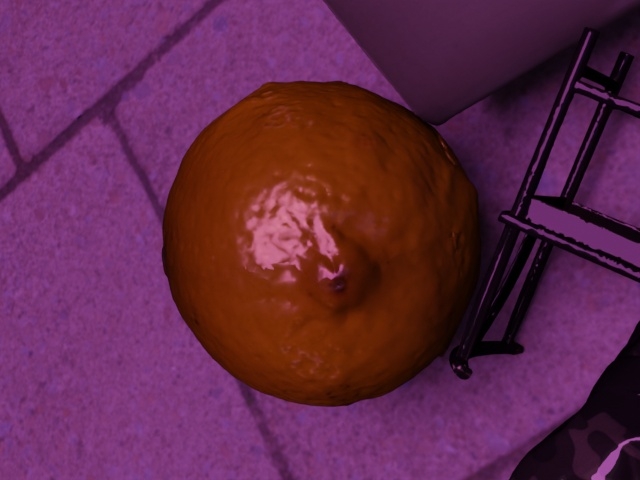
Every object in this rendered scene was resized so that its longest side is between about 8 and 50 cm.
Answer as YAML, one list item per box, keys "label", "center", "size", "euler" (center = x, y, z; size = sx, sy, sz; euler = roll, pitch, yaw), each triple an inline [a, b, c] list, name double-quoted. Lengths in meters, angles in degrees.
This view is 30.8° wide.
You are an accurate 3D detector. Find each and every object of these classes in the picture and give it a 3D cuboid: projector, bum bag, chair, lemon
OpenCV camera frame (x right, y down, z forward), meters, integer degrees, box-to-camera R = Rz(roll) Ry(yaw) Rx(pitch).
- label: "projector"
  center: [0.122, -0.273, 0.854]
  size: [0.249, 0.248, 0.248]
  euler: [-29, 30, 24]
- label: "bum bag"
  center: [0.192, 0.190, 0.857]
  size: [0.340, 0.095, 0.144]
  euler: [-52, 22, 10]
- label: "chair"
  center: [0.208, -0.004, 0.841]
  size: [0.141, 0.154, 0.260]
  euler: [25, 101, 23]
- label: "lemon"
  center: [0.000, 0.001, 0.903]
  size: [0.284, 0.261, 0.260]
  euler: [164, 109, -67]
